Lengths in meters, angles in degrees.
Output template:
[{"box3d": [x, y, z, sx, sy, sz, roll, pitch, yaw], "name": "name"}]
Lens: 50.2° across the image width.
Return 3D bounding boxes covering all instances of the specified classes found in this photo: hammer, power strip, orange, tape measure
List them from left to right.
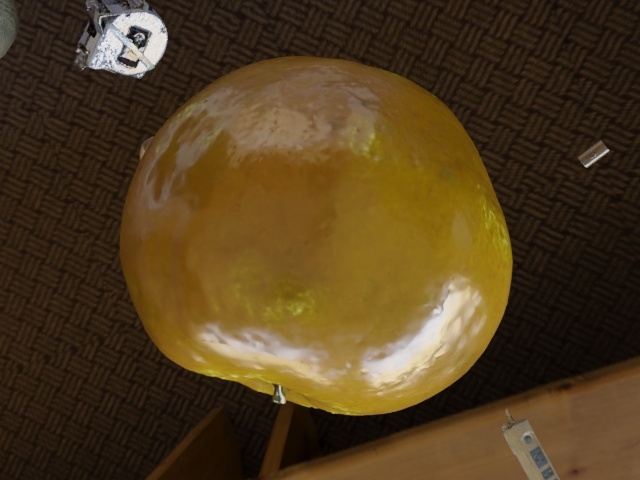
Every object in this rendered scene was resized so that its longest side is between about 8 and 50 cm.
[{"box3d": [-0.219, -0.228, 0.759, 0.054, 0.094, 0.091, 44, 125, 32], "name": "tape measure"}, {"box3d": [0.000, 0.000, 0.491, 0.279, 0.279, 0.235, 12, 76, 5], "name": "orange"}, {"box3d": [0.367, 0.378, 1.173, 0.030, 0.047, 0.191, -46, 65, 49], "name": "power strip"}, {"box3d": [0.333, -0.106, 0.837, 0.035, 0.110, 0.019, -40, 81, 22], "name": "hammer"}]

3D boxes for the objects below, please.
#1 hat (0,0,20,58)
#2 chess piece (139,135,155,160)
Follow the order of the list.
[{"box3d": [-0.242, -0.137, 0.397, 0.252, 0.252, 0.110, -25, 122, 10], "name": "hat"}, {"box3d": [-0.210, -0.118, 0.956, 0.083, 0.084, 0.038, 11, 125, 6], "name": "chess piece"}]
